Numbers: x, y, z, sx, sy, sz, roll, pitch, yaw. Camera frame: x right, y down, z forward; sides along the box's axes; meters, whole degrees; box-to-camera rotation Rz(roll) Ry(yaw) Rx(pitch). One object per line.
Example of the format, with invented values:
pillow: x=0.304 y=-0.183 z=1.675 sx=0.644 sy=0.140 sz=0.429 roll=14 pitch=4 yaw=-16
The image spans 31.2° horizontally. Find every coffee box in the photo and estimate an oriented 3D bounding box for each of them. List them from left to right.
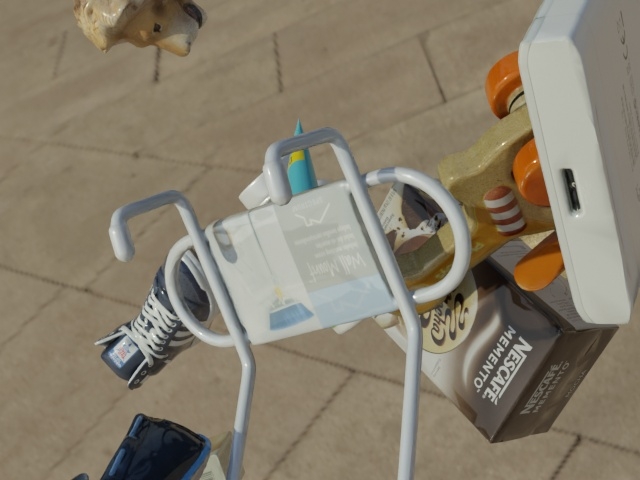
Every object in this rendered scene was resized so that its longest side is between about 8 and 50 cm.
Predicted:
coffee box: x=0.179 y=0.075 z=1.354 sx=0.297 sy=0.119 sz=0.168 roll=46 pitch=120 yaw=36

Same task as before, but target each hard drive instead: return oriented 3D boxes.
hard drive: x=0.239 y=-0.136 z=0.899 sx=0.047 sy=0.233 sz=0.353 roll=-1 pitch=36 yaw=29

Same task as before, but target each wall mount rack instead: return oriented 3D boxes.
wall mount rack: x=-0.030 y=0.083 z=0.934 sx=0.350 sy=0.304 sz=0.130 roll=-18 pitch=6 yaw=43

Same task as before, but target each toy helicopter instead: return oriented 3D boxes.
toy helicopter: x=0.199 y=-0.024 z=1.208 sx=0.355 sy=0.235 sz=0.140 roll=-42 pitch=44 yaw=34

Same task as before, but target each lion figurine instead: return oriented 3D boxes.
lion figurine: x=-0.121 y=-0.339 z=0.976 sx=0.240 sy=0.392 sz=0.142 roll=-37 pitch=67 yaw=-25

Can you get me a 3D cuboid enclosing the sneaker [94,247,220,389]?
sneaker: x=-0.230 y=0.113 z=1.595 sx=0.153 sy=0.282 sz=0.099 roll=-34 pitch=74 yaw=-24

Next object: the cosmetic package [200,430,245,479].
cosmetic package: x=-0.126 y=0.277 z=1.388 sx=0.041 sy=0.060 sz=0.115 roll=-19 pitch=1 yaw=5

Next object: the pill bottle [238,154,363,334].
pill bottle: x=0.000 y=0.000 z=1.624 sx=0.136 sy=0.245 sz=0.136 roll=-40 pitch=-1 yaw=-1

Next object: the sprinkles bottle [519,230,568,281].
sprinkles bottle: x=0.524 y=-0.018 z=2.053 sx=0.355 sy=0.121 sz=0.121 roll=-26 pitch=32 yaw=23

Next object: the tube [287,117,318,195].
tube: x=-0.019 y=-0.038 z=1.224 sx=0.052 sy=0.080 sz=0.207 roll=8 pitch=40 yaw=-14

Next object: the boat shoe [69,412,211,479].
boat shoe: x=-0.182 y=0.233 z=0.922 sx=0.089 sy=0.109 sz=0.258 roll=29 pitch=26 yaw=7
